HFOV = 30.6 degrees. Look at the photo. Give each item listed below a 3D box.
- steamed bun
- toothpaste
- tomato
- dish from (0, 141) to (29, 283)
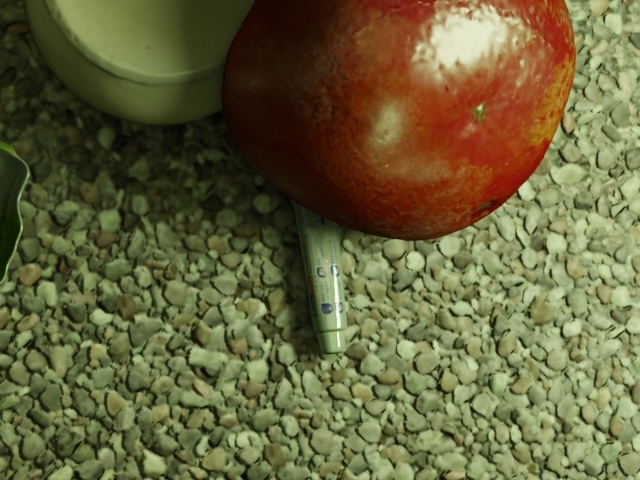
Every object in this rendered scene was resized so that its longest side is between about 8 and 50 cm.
[{"bbox_3d":[-0.149,-0.207,1.052,0.231,0.145,0.232,4,71,-12],"label":"steamed bun"},{"bbox_3d":[0.000,0.000,1.122,0.052,0.033,0.218,-6,84,-11],"label":"toothpaste"},{"bbox_3d":[0.094,-0.128,0.999,0.338,0.144,0.338,-16,127,-23],"label":"tomato"},{"bbox_3d":[-0.310,-0.022,1.065,0.091,0.039,0.137,22,82,-3],"label":"dish"}]
